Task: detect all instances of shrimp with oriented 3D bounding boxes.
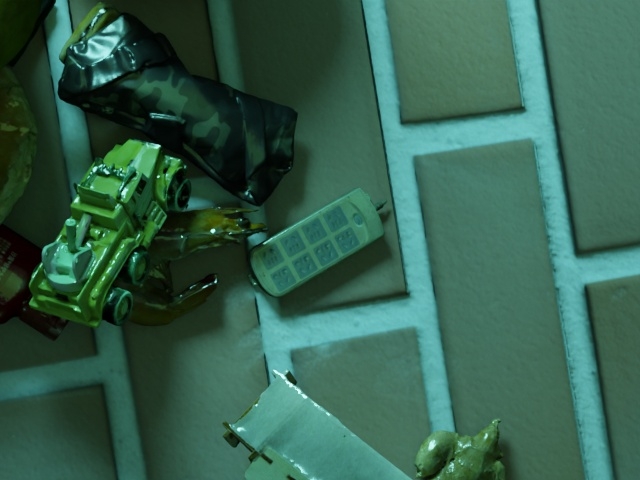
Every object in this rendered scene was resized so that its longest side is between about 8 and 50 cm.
[{"bbox_3d":[-0.188,0.025,1.715,0.248,0.068,0.150,-22,104,-6],"label":"shrimp"}]

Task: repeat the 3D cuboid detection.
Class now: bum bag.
[{"bbox_3d":[-0.182,-0.179,1.697,0.340,0.095,0.144,29,81,-15],"label":"bum bag"}]

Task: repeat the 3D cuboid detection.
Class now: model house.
[{"bbox_3d":[0.032,0.350,1.690,0.326,0.244,0.169,35,78,24],"label":"model house"}]

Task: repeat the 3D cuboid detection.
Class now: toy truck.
[{"bbox_3d":[-0.268,-0.027,1.608,0.128,0.135,0.260,16,54,18],"label":"toy truck"}]

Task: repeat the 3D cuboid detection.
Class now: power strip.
[{"bbox_3d":[0.000,0.000,1.772,0.226,0.029,0.080,-31,95,-12],"label":"power strip"}]

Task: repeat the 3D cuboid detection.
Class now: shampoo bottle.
[{"bbox_3d":[-0.458,0.017,1.643,0.314,0.076,0.118,34,70,-10],"label":"shampoo bottle"}]

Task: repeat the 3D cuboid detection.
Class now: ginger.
[{"bbox_3d":[0.197,0.358,1.794,0.132,0.059,0.214,3,87,-8],"label":"ginger"}]

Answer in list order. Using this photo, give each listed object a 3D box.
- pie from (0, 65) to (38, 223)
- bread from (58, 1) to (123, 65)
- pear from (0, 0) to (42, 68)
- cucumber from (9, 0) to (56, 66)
[{"bbox_3d":[-0.517,-0.138,1.580,0.339,0.083,0.340,8,61,-14],"label":"pie"},{"bbox_3d":[-0.299,-0.265,1.700,0.072,0.053,0.106,41,83,-32],"label":"bread"},{"bbox_3d":[-0.452,-0.321,1.494,0.269,0.269,0.321,-1,49,-13],"label":"pear"},{"bbox_3d":[-0.417,-0.308,1.661,0.116,0.062,0.115,34,77,-20],"label":"cucumber"}]
